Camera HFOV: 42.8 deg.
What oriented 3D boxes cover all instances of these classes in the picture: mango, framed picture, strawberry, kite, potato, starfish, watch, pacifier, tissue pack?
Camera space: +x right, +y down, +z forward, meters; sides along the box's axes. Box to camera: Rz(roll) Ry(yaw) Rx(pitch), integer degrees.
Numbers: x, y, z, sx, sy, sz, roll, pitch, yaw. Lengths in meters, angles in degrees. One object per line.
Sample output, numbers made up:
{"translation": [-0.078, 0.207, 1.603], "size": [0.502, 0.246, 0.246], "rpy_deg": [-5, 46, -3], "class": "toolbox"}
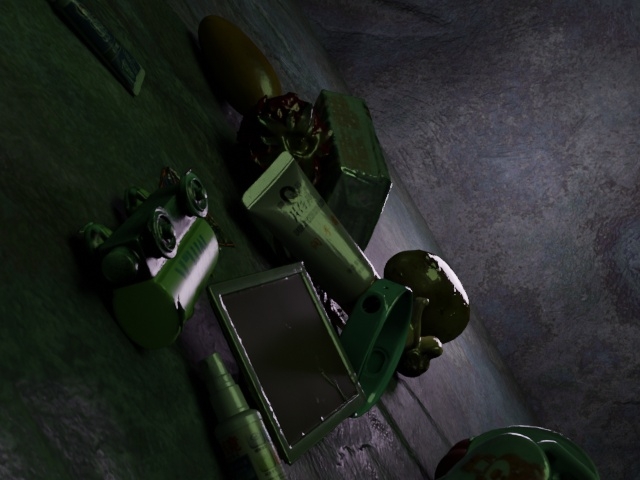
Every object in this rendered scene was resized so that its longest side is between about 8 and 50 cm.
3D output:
{"translation": [-0.162, -0.341, 1.620], "size": [0.253, 0.113, 0.138], "rpy_deg": [57, 17, 12], "class": "mango"}
{"translation": [-0.037, 0.145, 1.070], "size": [0.231, 0.018, 0.293], "rpy_deg": [64, 21, 6], "class": "framed picture"}
{"translation": [-0.078, -0.165, 1.485], "size": [0.187, 0.184, 0.201], "rpy_deg": [53, -13, -12], "class": "strawberry"}
{"translation": [-0.179, -0.030, 1.166], "size": [0.184, 0.014, 0.241], "rpy_deg": [67, 14, 18], "class": "kite"}
{"translation": [0.261, 0.130, 2.033], "size": [0.307, 0.173, 0.210], "rpy_deg": [49, 21, -47], "class": "potato"}
{"translation": [-0.027, 0.067, 1.439], "size": [0.247, 0.050, 0.138], "rpy_deg": [59, 14, 22], "class": "starfish"}
{"translation": [0.078, 0.178, 1.298], "size": [0.068, 0.237, 0.195], "rpy_deg": [23, -20, 22], "class": "watch"}
{"translation": [0.307, 0.462, 1.308], "size": [0.288, 0.343, 0.269], "rpy_deg": [28, -36, 50], "class": "pacifier"}
{"translation": [0.031, -0.123, 1.616], "size": [0.127, 0.228, 0.311], "rpy_deg": [10, 36, -17], "class": "tissue pack"}

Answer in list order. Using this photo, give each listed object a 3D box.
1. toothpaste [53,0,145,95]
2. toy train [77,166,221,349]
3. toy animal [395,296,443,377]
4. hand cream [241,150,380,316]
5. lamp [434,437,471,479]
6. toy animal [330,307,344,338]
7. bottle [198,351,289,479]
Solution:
{"translation": [-0.315, -0.288, 1.156], "size": [0.197, 0.034, 0.057], "rpy_deg": [49, 34, -42], "class": "toothpaste"}
{"translation": [-0.178, 0.021, 0.935], "size": [0.253, 0.105, 0.157], "rpy_deg": [-76, 149, -70], "class": "toy train"}
{"translation": [0.169, 0.197, 1.695], "size": [0.233, 0.121, 0.169], "rpy_deg": [21, 74, -57], "class": "toy animal"}
{"translation": [0.000, 0.000, 1.388], "size": [0.314, 0.089, 0.140], "rpy_deg": [47, 55, -17], "class": "hand cream"}
{"translation": [0.317, 0.479, 1.524], "size": [0.227, 0.226, 0.227], "rpy_deg": [54, 16, -23], "class": "lamp"}
{"translation": [0.029, 0.136, 1.496], "size": [0.028, 0.050, 0.084], "rpy_deg": [6, 52, -51], "class": "toy animal"}
{"translation": [-0.082, 0.228, 0.915], "size": [0.217, 0.060, 0.060], "rpy_deg": [66, 15, 13], "class": "bottle"}
